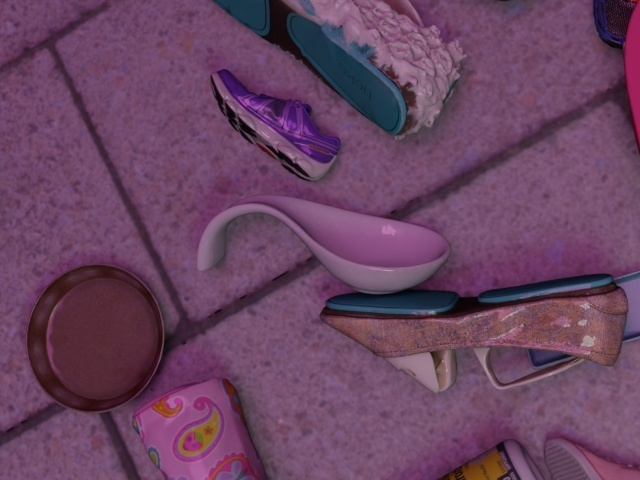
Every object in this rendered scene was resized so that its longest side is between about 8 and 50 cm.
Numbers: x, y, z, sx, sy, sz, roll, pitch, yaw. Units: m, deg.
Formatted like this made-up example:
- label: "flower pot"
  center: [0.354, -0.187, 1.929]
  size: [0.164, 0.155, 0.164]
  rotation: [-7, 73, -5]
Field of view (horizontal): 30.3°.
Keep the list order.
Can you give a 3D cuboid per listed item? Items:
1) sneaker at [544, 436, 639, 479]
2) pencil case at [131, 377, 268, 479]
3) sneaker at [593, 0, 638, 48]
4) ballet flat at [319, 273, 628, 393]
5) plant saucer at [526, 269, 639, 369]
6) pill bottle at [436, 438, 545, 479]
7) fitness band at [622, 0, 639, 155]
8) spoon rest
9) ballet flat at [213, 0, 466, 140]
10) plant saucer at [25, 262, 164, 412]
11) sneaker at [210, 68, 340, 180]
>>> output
- label: "sneaker"
  center: [0.288, 0.239, 1.175]
  size: [0.134, 0.070, 0.051]
  rotation: [41, 134, 41]
- label: "pencil case"
  center: [-0.096, 0.285, 1.225]
  size: [0.124, 0.124, 0.284]
  rotation: [-27, 78, 9]
- label: "sneaker"
  center: [0.337, -0.303, 1.211]
  size: [0.083, 0.087, 0.221]
  rotation: [19, 88, 17]
- label: "ballet flat"
  center: [0.149, 0.099, 1.191]
  size: [0.316, 0.107, 0.106]
  rotation: [-5, 97, 24]
- label: "plant saucer"
  center: [0.299, 0.074, 1.206]
  size: [0.192, 0.018, 0.067]
  rotation: [-18, 78, 11]
- label: "pill bottle"
  center: [0.141, 0.284, 1.173]
  size: [0.184, 0.103, 0.103]
  rotation: [-32, 76, 8]
- label: "fitness band"
  center: [0.400, -0.145, 1.124]
  size: [0.209, 0.054, 0.291]
  rotation: [-10, 69, 16]
- label: "spoon rest"
  center: [0.000, 0.000, 1.242]
  size: [0.276, 0.137, 0.084]
  rotation: [4, 111, 20]
- label: "ballet flat"
  center: [-0.011, -0.268, 1.291]
  size: [0.409, 0.147, 0.147]
  rotation: [42, 94, 13]
- label: "plant saucer"
  center: [-0.250, 0.110, 1.334]
  size: [0.168, 0.029, 0.168]
  rotation: [-2, 81, 14]
- label: "sneaker"
  center: [-0.050, -0.136, 1.310]
  size: [0.170, 0.068, 0.071]
  rotation: [39, 78, 7]
